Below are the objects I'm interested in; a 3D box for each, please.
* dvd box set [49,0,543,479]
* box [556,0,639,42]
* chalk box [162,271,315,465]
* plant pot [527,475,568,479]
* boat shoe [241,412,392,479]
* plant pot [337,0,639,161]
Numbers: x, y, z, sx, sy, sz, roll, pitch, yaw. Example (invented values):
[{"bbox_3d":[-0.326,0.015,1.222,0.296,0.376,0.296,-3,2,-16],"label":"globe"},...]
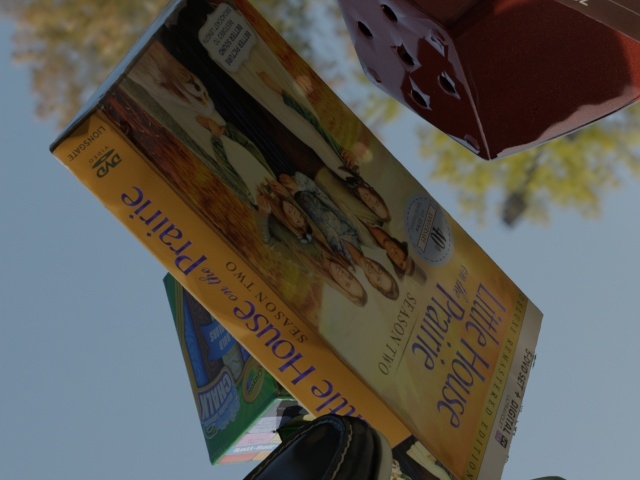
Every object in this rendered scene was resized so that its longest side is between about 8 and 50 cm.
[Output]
[{"bbox_3d":[0.000,0.000,1.551,0.420,0.062,0.308,46,-151,-10],"label":"dvd box set"},{"bbox_3d":[0.218,-0.323,1.301,0.191,0.381,0.143,28,-127,16],"label":"box"},{"bbox_3d":[-0.024,0.123,2.058,0.180,0.179,0.289,-1,-117,-29],"label":"chalk box"},{"bbox_3d":[0.206,0.377,1.977,0.293,0.293,0.235,1,-121,-51],"label":"plant pot"},{"bbox_3d":[-0.082,0.217,1.251,0.340,0.127,0.113,-49,-66,-24],"label":"boat shoe"},{"bbox_3d":[0.158,-0.233,1.767,0.267,0.235,0.267,38,163,38],"label":"plant pot"}]
